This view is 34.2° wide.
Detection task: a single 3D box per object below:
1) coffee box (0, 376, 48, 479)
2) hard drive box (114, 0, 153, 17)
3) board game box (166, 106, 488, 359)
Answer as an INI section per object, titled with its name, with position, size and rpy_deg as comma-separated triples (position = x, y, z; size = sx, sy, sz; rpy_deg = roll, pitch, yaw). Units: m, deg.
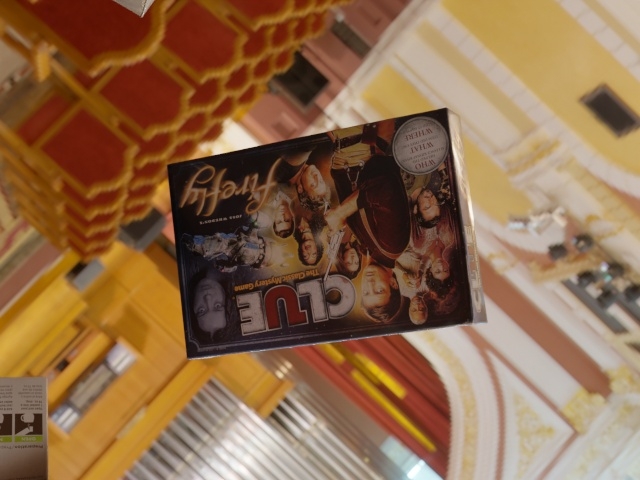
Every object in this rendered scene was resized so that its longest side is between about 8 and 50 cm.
[coffee box]
position = -0.313, 0.271, 0.992
size = 0.141, 0.098, 0.247
rpy_deg = 114, -28, -48
[hard drive box]
position = -0.277, -0.421, 1.304
size = 0.181, 0.232, 0.089
rpy_deg = -63, -174, -30
[board game box]
position = 0.000, 0.000, 0.825
size = 0.243, 0.165, 0.042
rpy_deg = -10, 173, 21
